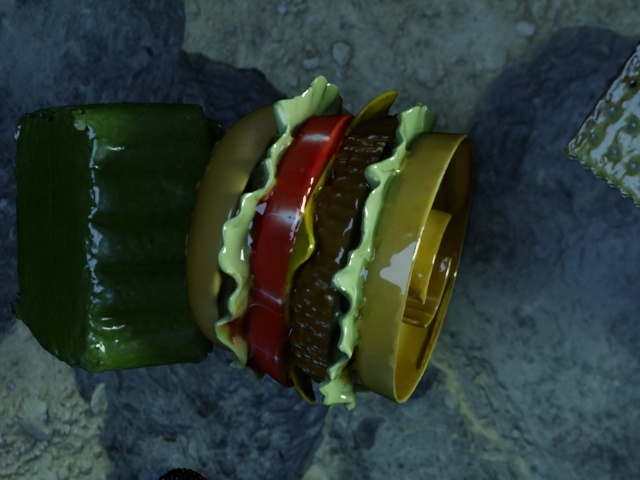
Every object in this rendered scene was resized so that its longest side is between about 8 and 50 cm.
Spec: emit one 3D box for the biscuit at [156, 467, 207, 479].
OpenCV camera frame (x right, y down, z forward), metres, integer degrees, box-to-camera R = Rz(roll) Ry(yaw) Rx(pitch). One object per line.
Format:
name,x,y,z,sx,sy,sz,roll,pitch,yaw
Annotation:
biscuit,-0.150,0.288,1.081,0.089,0.027,0.087,-27,78,24

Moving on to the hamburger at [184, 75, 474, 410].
hamburger,0.000,0.000,0.858,0.212,0.274,0.275,14,96,15

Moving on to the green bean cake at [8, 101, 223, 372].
green bean cake,-0.200,-0.009,0.996,0.247,0.156,0.250,6,99,58

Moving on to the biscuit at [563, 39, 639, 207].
biscuit,0.333,-0.064,0.844,0.231,0.016,0.139,39,107,21
